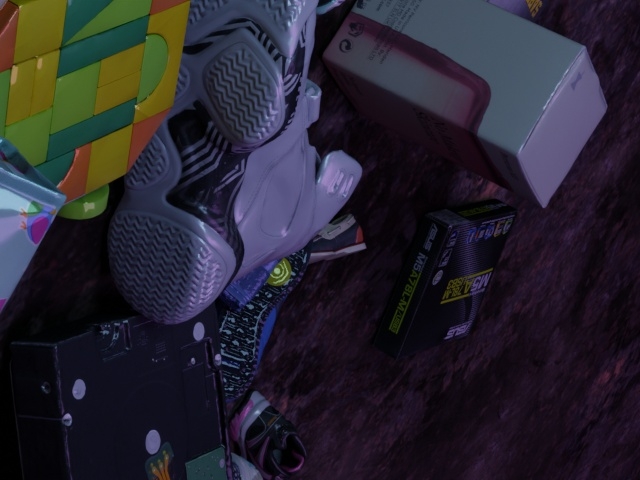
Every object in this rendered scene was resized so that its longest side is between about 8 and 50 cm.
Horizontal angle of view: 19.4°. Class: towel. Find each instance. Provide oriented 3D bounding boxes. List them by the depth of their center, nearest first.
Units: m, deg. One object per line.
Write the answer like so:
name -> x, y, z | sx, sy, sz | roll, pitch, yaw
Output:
towel -> -0.067, 0.004, 1.823 | 0.067, 0.029, 0.119 | 44, 73, -24

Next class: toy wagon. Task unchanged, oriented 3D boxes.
toy wagon -> -0.230, -0.102, 1.378 | 0.344, 0.068, 0.267 | -31, 142, -47

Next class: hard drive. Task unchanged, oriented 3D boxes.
hard drive -> -0.169, 0.231, 1.699 | 0.237, 0.064, 0.339 | -20, 106, -55

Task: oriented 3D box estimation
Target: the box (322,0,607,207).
box -> 0.142, -0.154, 1.825 | 0.127, 0.232, 0.148 | -57, 155, -8

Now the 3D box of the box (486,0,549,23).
box -> 0.187, -0.292, 1.971 | 0.183, 0.056, 0.231 | -57, 155, -8

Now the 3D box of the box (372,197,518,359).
box -> 0.155, 0.045, 2.294 | 0.190, 0.045, 0.184 | -11, 125, -58

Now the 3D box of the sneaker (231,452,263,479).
sneaker -> -0.181, 0.331, 1.939 | 0.122, 0.110, 0.283 | 38, 80, -47

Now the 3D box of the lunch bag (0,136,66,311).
lunch bag -> -0.334, -0.002, 1.180 | 0.262, 0.160, 0.223 | 23, 98, -32

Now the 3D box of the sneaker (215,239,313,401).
sneaker -> -0.074, 0.064, 1.879 | 0.209, 0.069, 0.082 | -66, -169, -9

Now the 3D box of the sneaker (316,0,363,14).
sneaker -> 0.027, -0.234, 1.752 | 0.098, 0.038, 0.069 | -51, 153, -18

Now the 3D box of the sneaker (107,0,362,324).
sneaker -> -0.054, -0.107, 1.634 | 0.210, 0.137, 0.366 | -26, 144, -52

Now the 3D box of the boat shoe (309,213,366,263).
boat shoe -> 0.000, 0.000, 1.957 | 0.137, 0.049, 0.043 | -13, 86, -55

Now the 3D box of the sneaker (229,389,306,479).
sneaker -> -0.052, 0.243, 2.080 | 0.072, 0.077, 0.178 | -49, 154, -19
